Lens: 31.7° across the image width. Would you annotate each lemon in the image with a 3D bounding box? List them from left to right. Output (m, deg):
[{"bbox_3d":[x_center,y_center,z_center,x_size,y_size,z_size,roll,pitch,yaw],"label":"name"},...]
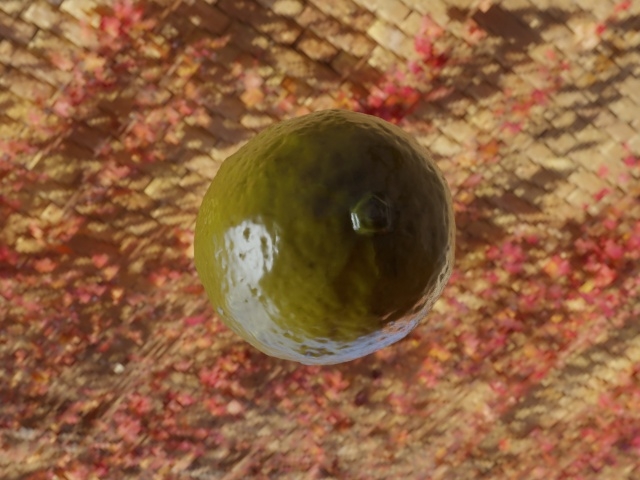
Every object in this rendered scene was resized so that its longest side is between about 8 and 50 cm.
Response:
[{"bbox_3d":[0.000,0.000,1.095,0.245,0.245,0.320,40,161,-7],"label":"lemon"}]
